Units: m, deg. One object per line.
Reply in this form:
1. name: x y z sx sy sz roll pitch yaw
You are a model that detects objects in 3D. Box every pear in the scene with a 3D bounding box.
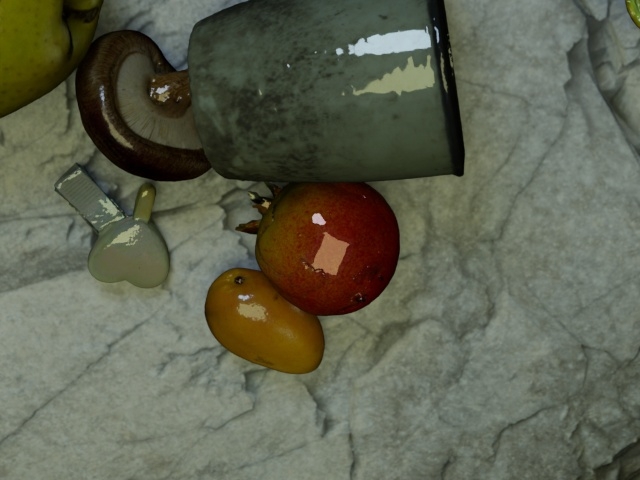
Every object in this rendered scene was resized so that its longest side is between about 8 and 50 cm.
1. pear: -0.480 -0.325 1.323 0.418 0.362 0.362 11 109 11

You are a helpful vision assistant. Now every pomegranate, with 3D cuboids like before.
1. pomegranate: 0.000 0.000 1.495 0.235 0.210 0.210 26 109 19

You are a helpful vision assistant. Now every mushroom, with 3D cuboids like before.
1. mushroom: -0.244 -0.174 1.451 0.231 0.138 0.194 51 58 -13

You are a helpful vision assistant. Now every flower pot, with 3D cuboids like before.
1. flower pot: 0.013 -0.204 1.388 0.330 0.293 0.293 -9 109 11

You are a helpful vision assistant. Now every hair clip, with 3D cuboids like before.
1. hair clip: -0.298 -0.023 1.570 0.159 0.071 0.218 -36 109 10

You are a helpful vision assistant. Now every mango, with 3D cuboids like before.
1. mango: -0.077 0.128 1.589 0.145 0.112 0.219 -31 122 33

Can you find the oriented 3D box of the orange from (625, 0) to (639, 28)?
1. orange: 0.491 -0.370 1.373 0.179 0.158 0.237 7 112 6
